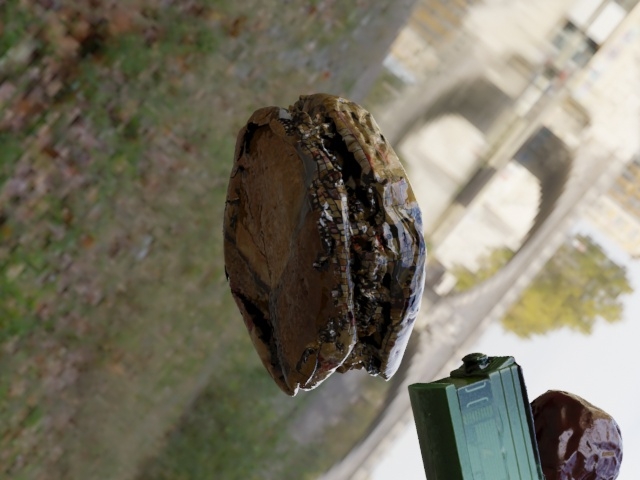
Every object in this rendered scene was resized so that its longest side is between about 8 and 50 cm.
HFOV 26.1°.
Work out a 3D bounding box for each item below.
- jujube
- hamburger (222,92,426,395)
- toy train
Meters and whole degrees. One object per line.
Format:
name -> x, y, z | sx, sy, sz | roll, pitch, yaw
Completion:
jujube -> 0.148, 0.160, 0.915 | 0.129, 0.077, 0.077 | -51, 177, -19
hamburger -> 0.000, 0.000, 1.022 | 0.106, 0.231, 0.231 | -7, 159, -18
toy train -> 0.079, 0.104, 0.686 | 0.056, 0.093, 0.038 | -14, -176, -34
